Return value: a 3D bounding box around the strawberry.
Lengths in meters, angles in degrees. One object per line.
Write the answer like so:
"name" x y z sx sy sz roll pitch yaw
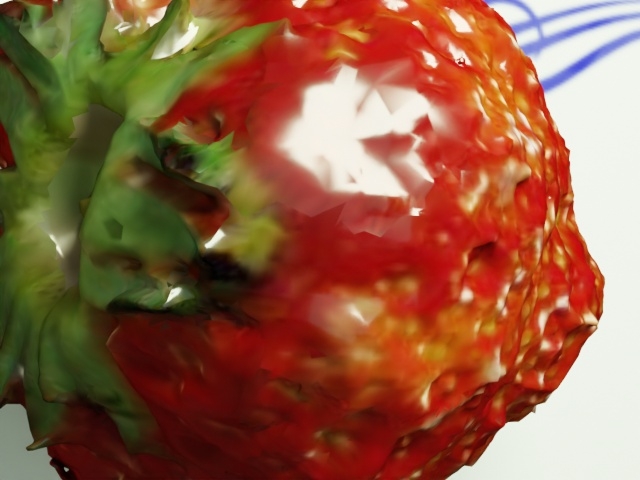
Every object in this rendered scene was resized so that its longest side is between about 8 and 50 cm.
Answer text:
"strawberry" 0.000 0.000 0.569 0.277 0.257 0.257 2 80 -39
